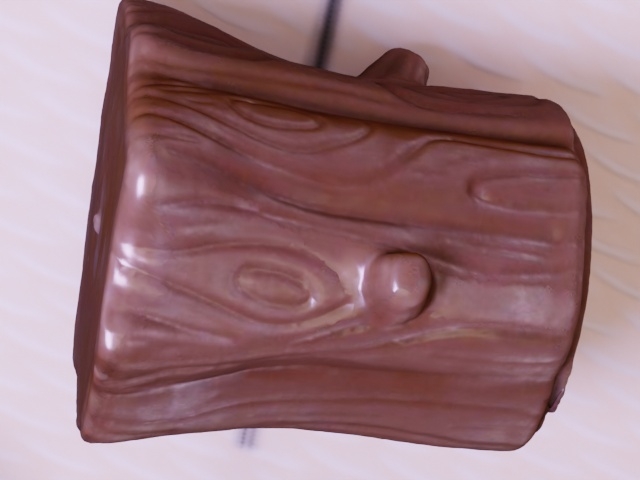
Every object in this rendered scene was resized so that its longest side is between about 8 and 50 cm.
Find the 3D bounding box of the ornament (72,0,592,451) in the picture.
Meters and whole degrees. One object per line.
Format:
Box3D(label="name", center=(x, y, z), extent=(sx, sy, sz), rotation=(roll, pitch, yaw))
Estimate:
Box3D(label="ornament", center=(0.000, 0.000, 0.873), extent=(0.217, 0.221, 0.235), rotation=(7, 152, -11))
